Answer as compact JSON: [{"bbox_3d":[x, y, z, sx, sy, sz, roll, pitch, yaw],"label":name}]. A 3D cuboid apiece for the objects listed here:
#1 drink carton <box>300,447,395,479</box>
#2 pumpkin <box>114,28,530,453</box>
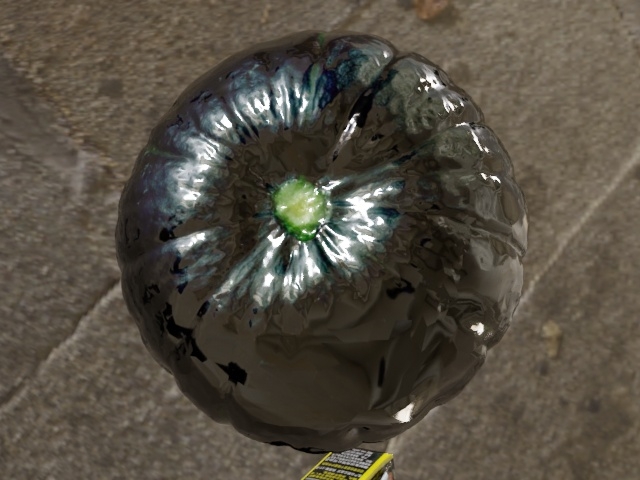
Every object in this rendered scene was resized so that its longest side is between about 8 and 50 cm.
[{"bbox_3d":[-0.003,0.215,0.810,0.165,0.056,0.071,-34,120,-52],"label":"drink carton"},{"bbox_3d":[0.000,0.000,0.549,0.202,0.140,0.202,-2,77,7],"label":"pumpkin"}]
